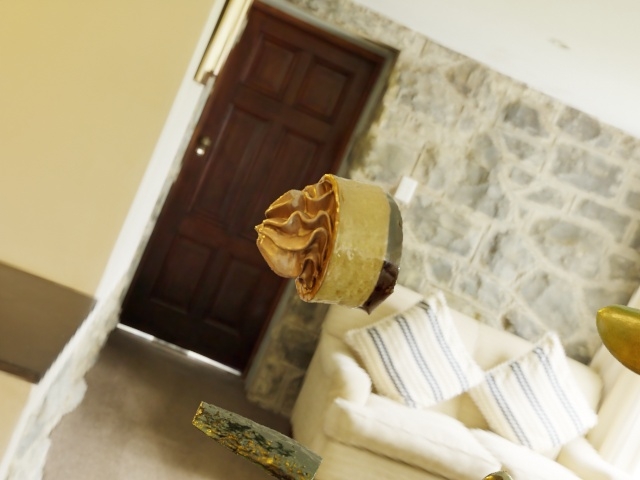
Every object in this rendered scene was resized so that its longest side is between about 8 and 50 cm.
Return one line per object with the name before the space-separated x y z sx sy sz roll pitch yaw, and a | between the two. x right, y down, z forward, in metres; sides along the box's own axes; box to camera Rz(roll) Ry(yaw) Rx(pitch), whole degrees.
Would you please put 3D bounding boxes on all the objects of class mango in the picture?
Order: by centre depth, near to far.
mango | 0.644 0.204 1.541 0.237 0.137 0.091 11 10 43

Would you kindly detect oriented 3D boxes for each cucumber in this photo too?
cucumber | -0.101 0.313 1.261 0.211 0.062 0.078 32 -3 3

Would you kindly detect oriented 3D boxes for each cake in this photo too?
cake | 0.000 0.000 1.133 0.178 0.185 0.208 6 30 -24

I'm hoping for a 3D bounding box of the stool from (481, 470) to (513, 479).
stool | 0.313 0.497 1.287 0.139 0.228 0.153 -1 17 -9
